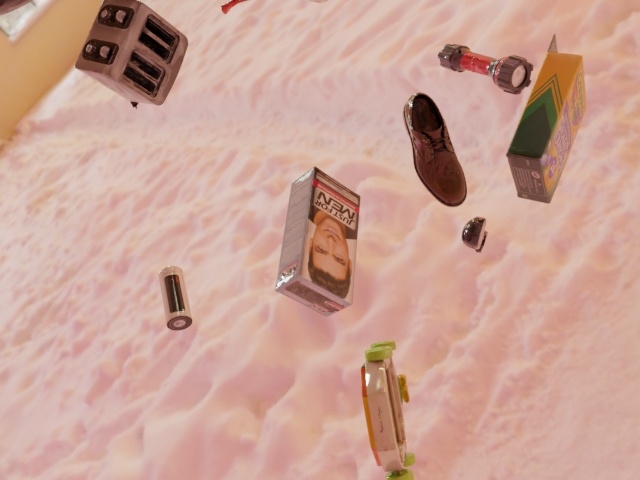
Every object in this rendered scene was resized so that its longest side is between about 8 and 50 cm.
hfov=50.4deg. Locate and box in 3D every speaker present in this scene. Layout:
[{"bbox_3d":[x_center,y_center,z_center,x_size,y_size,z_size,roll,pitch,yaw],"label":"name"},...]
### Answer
[{"bbox_3d":[-0.309,0.121,1.447,0.055,0.055,0.136,-34,50,19],"label":"speaker"}]

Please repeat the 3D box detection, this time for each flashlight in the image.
[{"bbox_3d":[0.461,-0.500,1.946,0.103,0.103,0.304,-44,43,-10],"label":"flashlight"}]

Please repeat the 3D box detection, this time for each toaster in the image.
[{"bbox_3d":[-0.373,-0.373,1.373,0.110,0.185,0.168,19,84,34],"label":"toaster"}]

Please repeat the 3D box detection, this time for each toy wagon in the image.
[{"bbox_3d":[0.147,0.350,1.443,0.068,0.267,0.344,-10,-4,9],"label":"toy wagon"}]

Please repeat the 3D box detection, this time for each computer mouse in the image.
[{"bbox_3d":[0.339,-0.012,1.495,0.041,0.242,0.071,15,88,18],"label":"computer mouse"}]

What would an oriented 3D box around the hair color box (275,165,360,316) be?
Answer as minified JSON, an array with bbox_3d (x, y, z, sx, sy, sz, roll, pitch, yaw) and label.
[{"bbox_3d":[0.000,0.000,1.877,0.113,0.185,0.374,-31,40,41],"label":"hair color box"}]

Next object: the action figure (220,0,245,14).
[{"bbox_3d":[-0.083,-0.519,1.305,0.280,0.091,0.139,-18,20,14],"label":"action figure"}]

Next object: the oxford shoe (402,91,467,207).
[{"bbox_3d":[0.210,-0.168,1.262,0.082,0.227,0.096,-24,-5,1],"label":"oxford shoe"}]

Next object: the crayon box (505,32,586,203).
[{"bbox_3d":[0.525,-0.274,1.540,0.083,0.203,0.323,16,73,30],"label":"crayon box"}]

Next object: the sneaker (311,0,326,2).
[{"bbox_3d":[0.021,-0.400,0.836,0.094,0.080,0.212,32,121,44],"label":"sneaker"}]

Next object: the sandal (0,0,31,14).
[{"bbox_3d":[-0.425,-0.263,0.634,0.445,0.168,0.107,-11,13,10],"label":"sandal"}]
